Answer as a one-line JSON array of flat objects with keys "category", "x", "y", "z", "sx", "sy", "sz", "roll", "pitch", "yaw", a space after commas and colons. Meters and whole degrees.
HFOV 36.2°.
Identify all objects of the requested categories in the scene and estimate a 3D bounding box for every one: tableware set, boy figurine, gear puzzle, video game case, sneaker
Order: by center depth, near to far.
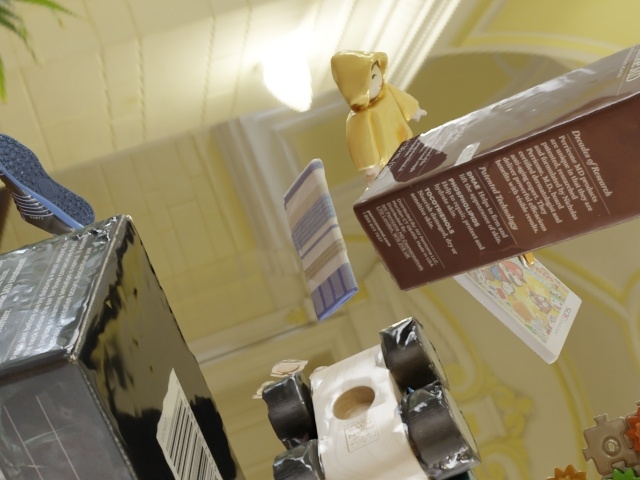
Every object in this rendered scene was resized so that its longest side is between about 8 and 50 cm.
[{"category": "boy figurine", "x": 0.105, "y": -0.166, "z": 1.464, "sx": 0.092, "sy": 0.177, "sz": 0.285, "roll": -1, "pitch": -55, "yaw": 41}, {"category": "gear puzzle", "x": 0.493, "y": 0.350, "z": 1.539, "sx": 0.339, "sy": 0.044, "sz": 0.175, "roll": -30, "pitch": -111, "yaw": 35}, {"category": "sneaker", "x": -0.498, "y": -0.082, "z": 1.673, "sx": 0.232, "sy": 0.090, "sz": 0.081, "roll": 46, "pitch": 35, "yaw": -26}, {"category": "video game case", "x": 0.347, "y": 0.083, "z": 1.712, "sx": 0.227, "sy": 0.206, "sz": 0.026, "roll": 42, "pitch": -54, "yaw": 2}, {"category": "tableware set", "x": -0.050, "y": 0.278, "z": 1.933, "sx": 0.168, "sy": 0.141, "sz": 0.020, "roll": -49, "pitch": -137, "yaw": 43}]

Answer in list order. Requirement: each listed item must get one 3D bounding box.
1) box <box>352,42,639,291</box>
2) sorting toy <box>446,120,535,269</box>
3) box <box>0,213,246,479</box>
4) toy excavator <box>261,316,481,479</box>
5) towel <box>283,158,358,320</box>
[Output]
[{"category": "box", "x": 0.245, "y": -0.085, "z": 1.146, "sx": 0.382, "sy": 0.191, "sz": 0.143, "roll": -19, "pitch": -70, "yaw": 35}, {"category": "sorting toy", "x": 0.293, "y": -0.071, "z": 1.572, "sx": 0.196, "sy": 0.047, "sz": 0.347, "roll": 60, "pitch": 7, "yaw": -36}, {"category": "box", "x": -0.343, "y": 0.293, "z": 0.993, "sx": 0.297, "sy": 0.472, "sz": 0.479, "roll": -92, "pitch": 164, "yaw": -64}, {"category": "toy excavator", "x": 0.140, "y": 0.382, "z": 1.185, "sx": 0.445, "sy": 0.222, "sz": 0.433, "roll": 59, "pitch": 8, "yaw": -27}, {"category": "towel", "x": 0.000, "y": 0.000, "z": 1.950, "sx": 0.209, "sy": 0.034, "sz": 0.284, "roll": 131, "pitch": -55, "yaw": -61}]
